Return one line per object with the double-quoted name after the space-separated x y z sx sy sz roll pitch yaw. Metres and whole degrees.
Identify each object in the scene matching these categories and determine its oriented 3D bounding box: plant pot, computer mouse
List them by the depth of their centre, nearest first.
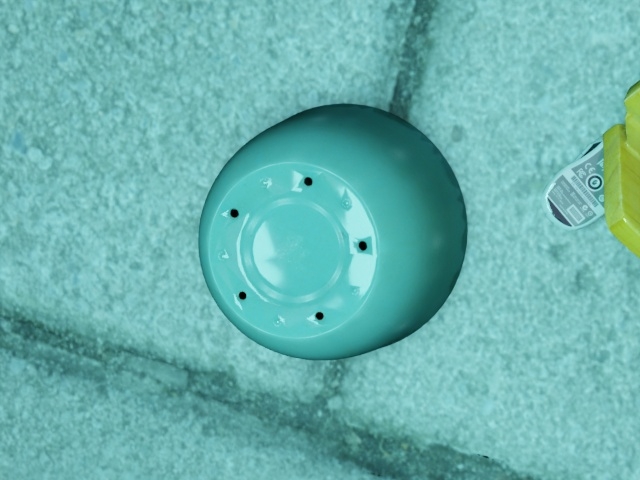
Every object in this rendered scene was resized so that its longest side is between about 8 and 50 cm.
0.000 0.000 1.476 0.293 0.235 0.293 2 97 14 "plant pot"
0.323 -0.087 1.486 0.193 0.042 0.106 -39 91 9 "computer mouse"

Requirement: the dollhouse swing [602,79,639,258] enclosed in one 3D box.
0.426 -0.005 1.246 0.315 0.305 0.347 39 142 -8 "dollhouse swing"
